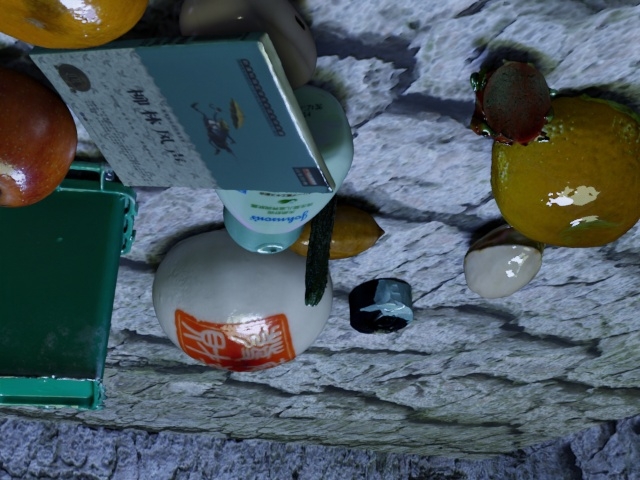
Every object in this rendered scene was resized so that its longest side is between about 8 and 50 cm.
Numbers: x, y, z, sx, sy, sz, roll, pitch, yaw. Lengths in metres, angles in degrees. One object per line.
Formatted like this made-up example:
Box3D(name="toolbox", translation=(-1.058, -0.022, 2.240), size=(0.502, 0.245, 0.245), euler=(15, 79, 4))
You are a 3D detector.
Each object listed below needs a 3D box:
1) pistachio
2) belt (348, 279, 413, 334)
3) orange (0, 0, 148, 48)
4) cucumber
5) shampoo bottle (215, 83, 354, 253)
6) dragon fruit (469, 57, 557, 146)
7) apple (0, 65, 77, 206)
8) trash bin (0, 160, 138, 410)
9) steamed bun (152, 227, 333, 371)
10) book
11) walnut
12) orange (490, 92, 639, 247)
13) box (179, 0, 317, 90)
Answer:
Box3D(name="pistachio", translation=(0.366, 0.039, 1.741), size=(0.144, 0.144, 0.215), euler=(6, 147, -18))
Box3D(name="belt", translation=(0.144, 0.157, 2.025), size=(0.151, 0.078, 0.198), euler=(3, 153, -8))
Box3D(name="orange", translation=(-0.291, -0.304, 0.903), size=(0.240, 0.171, 0.240), euler=(12, 170, 2))
Box3D(name="cucumber", translation=(-0.001, 0.000, 1.475), size=(0.044, 0.257, 0.043), euler=(13, 149, -11))
Box3D(name="shampoo bottle", translation=(-0.075, -0.097, 1.387), size=(0.222, 0.151, 0.349), euler=(-4, 156, -14))
Box3D(name="dragon fruit", translation=(0.273, -0.188, 1.267), size=(0.138, 0.142, 0.175), euler=(-38, 176, -5))
Box3D(name="apple", translation=(-0.469, -0.141, 1.231), size=(0.235, 0.173, 0.210), euler=(-2, 154, 1))
Box3D(name="trash bin", translation=(-0.437, 0.070, 1.436), size=(0.259, 0.381, 0.295), euler=(3, 154, -13))
Box3D(name="steamed bun", translation=(-0.160, 0.142, 1.782), size=(0.374, 0.241, 0.374), euler=(2, 156, 1))
Box3D(name="book", translation=(-0.183, -0.164, 1.168), size=(0.379, 0.031, 0.264), euler=(4, 142, 30))
Box3D(name="walnut", translation=(0.025, -0.017, 1.626), size=(0.207, 0.116, 0.116), euler=(-2, 155, -18))
Box3D(name="orange", translation=(0.414, -0.093, 1.444), size=(0.262, 0.196, 0.334), euler=(6, 164, 13))
Box3D(name="box", translation=(-0.090, -0.258, 1.119), size=(0.146, 0.088, 0.200), euler=(-12, 152, 25))
